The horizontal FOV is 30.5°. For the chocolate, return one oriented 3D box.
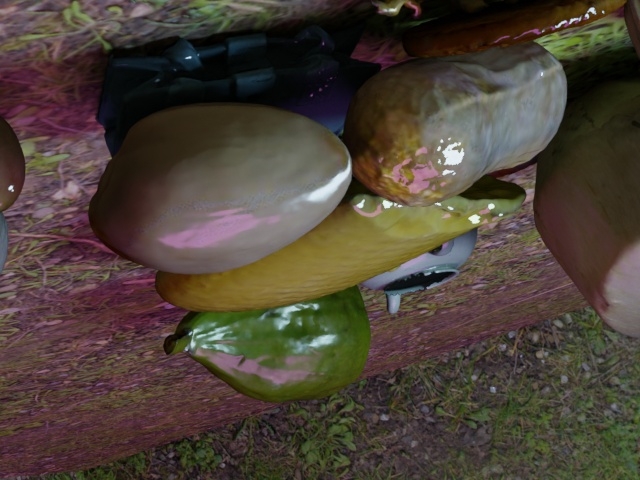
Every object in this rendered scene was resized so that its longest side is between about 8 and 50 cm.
[{"bbox_3d":[0.131,-0.116,1.058,0.134,0.134,0.309,-26,178,37],"label":"chocolate"}]

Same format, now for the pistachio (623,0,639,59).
[{"bbox_3d":[0.379,-0.182,1.036,0.187,0.187,0.299,-26,158,36],"label":"pistachio"}]

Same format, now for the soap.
[{"bbox_3d":[-0.001,-0.003,1.331,0.306,0.115,0.427,-9,168,-45],"label":"soap"}]

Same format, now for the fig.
[{"bbox_3d":[-0.063,0.110,1.643,0.233,0.233,0.314,-19,155,16],"label":"fig"}]

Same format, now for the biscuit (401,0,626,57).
[{"bbox_3d":[0.160,-0.181,0.969,0.188,0.027,0.188,-13,-167,3],"label":"biscuit"}]

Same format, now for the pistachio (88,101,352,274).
[{"bbox_3d":[-0.083,-0.044,0.962,0.215,0.144,0.144,-9,165,-6],"label":"pistachio"}]

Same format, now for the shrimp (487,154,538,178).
[{"bbox_3d":[0.184,-0.112,1.399,0.161,0.049,0.166,-20,157,24],"label":"shrimp"}]

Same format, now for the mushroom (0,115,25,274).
[{"bbox_3d":[-0.353,-0.015,1.056,0.159,0.122,0.329,-18,168,-27],"label":"mushroom"}]

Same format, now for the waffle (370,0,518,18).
[{"bbox_3d":[0.129,-0.230,0.848,0.280,0.060,0.262,-15,165,1],"label":"waffle"}]

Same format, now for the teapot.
[{"bbox_3d":[0.119,0.003,1.579,0.193,0.129,0.294,-12,166,-16],"label":"teapot"}]

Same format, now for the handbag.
[{"bbox_3d":[-0.075,-0.125,1.036,0.229,0.062,0.179,-11,164,-19],"label":"handbag"}]

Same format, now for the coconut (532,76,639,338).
[{"bbox_3d":[0.413,-0.034,1.308,0.352,0.352,0.352,-14,166,-4],"label":"coconut"}]

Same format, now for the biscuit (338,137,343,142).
[{"bbox_3d":[-0.061,-0.072,1.301,0.215,0.034,0.182,-7,165,-33],"label":"biscuit"}]
